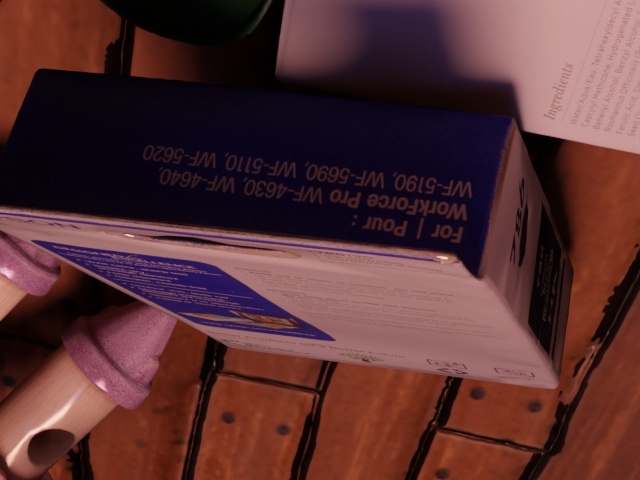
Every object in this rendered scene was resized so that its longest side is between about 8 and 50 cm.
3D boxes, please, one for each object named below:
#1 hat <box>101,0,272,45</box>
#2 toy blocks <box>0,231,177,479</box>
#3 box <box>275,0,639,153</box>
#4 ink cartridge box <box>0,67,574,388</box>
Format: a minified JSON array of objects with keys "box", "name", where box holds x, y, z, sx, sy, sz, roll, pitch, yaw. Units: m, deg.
[{"box":[-0.142,-0.108,0.491,0.208,0.183,0.173,28,139,43],"name":"hat"},{"box":[-0.215,0.041,0.740,0.260,0.309,0.288,-45,134,9],"name":"toy blocks"},{"box":[0.081,-0.109,0.521,0.170,0.130,0.091,11,141,-1],"name":"box"},{"box":[0.000,0.000,0.595,0.165,0.065,0.332,7,172,13],"name":"ink cartridge box"}]
